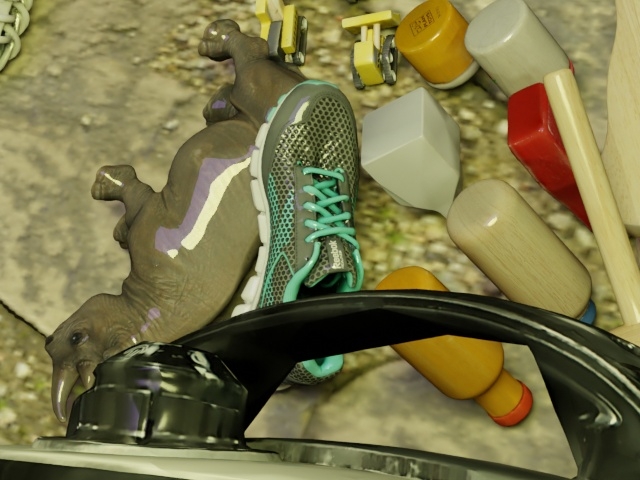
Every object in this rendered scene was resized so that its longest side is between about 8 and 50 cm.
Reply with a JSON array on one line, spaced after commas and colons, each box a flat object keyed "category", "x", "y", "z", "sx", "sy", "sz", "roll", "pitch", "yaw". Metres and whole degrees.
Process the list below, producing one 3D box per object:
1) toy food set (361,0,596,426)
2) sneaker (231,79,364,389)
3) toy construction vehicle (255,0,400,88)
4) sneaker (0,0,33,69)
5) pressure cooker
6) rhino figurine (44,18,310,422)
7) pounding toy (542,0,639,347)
[{"category": "toy food set", "x": 0.096, "y": -0.027, "z": 0.891, "sx": 0.111, "sy": 0.104, "sz": 0.232, "roll": -26, "pitch": 39, "yaw": 27}, {"category": "sneaker", "x": 0.000, "y": 0.000, "z": 0.889, "sx": 0.076, "sy": 0.065, "sz": 0.166, "roll": 10, "pitch": 95, "yaw": 62}, {"category": "toy construction vehicle", "x": 0.004, "y": -0.136, "z": 1.001, "sx": 0.086, "sy": 0.035, "sz": 0.098, "roll": -5, "pitch": 64, "yaw": 22}, {"category": "sneaker", "x": -0.222, "y": -0.154, "z": 1.093, "sx": 0.091, "sy": 0.094, "sz": 0.258, "roll": 43, "pitch": 92, "yaw": 15}, {"category": "pressure cooker", "x": 0.004, "y": 0.223, "z": 0.582, "sx": 0.370, "sy": 0.375, "sz": 0.420, "roll": 7, "pitch": 78, "yaw": 5}, {"category": "rhino figurine", "x": -0.078, "y": -0.002, "z": 0.952, "sx": 0.106, "sy": 0.073, "sz": 0.243, "roll": 30, "pitch": 82, "yaw": 35}, {"category": "pounding toy", "x": 0.199, "y": -0.057, "z": 0.772, "sx": 0.154, "sy": 0.155, "sz": 0.269, "roll": -6, "pitch": 59, "yaw": 28}]
